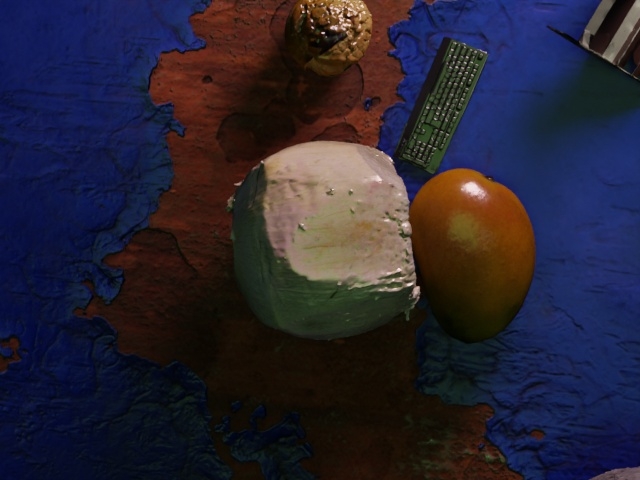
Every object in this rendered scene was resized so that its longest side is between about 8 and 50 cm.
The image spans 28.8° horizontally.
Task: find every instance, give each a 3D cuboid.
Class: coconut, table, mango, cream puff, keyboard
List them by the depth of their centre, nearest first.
[{"bbox_3d":[0.000,0.000,1.764,0.255,0.297,0.297,-9,96,-2],"label":"coconut"},{"bbox_3d":[0.435,-0.324,1.776,0.175,0.062,0.146,25,101,-29],"label":"table"},{"bbox_3d":[0.227,0.018,1.813,0.176,0.139,0.254,-17,102,10],"label":"mango"},{"bbox_3d":[0.013,-0.303,1.817,0.133,0.104,0.119,-22,88,8],"label":"cream puff"},{"bbox_3d":[0.178,-0.200,1.851,0.074,0.015,0.196,24,99,4],"label":"keyboard"}]

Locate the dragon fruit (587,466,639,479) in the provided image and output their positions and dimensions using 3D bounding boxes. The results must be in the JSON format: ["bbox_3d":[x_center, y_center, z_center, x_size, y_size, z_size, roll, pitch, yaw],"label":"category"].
[{"bbox_3d":[0.438,0.450,1.820,0.221,0.204,0.283,-9,121,35],"label":"dragon fruit"}]
